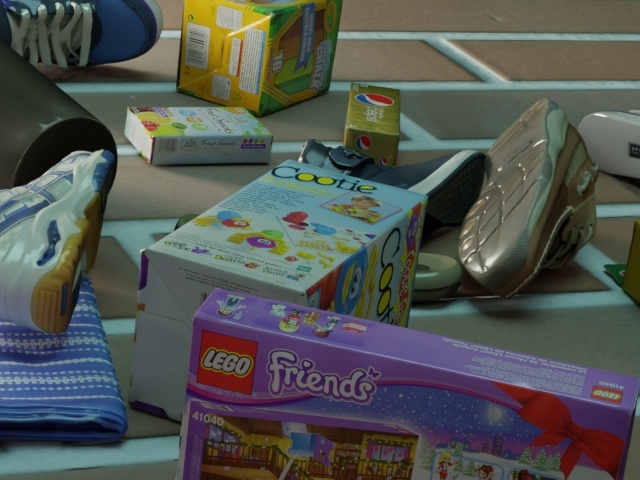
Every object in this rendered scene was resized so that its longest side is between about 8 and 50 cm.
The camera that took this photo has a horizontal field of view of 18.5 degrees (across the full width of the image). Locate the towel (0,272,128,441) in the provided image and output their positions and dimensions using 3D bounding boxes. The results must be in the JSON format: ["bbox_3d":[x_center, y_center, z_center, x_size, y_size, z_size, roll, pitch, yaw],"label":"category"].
[{"bbox_3d":[-0.295,0.077,1.624,0.243,0.040,0.336,3,21,-14],"label":"towel"}]

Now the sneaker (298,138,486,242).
[{"bbox_3d":[0.066,-0.064,2.045,0.163,0.086,0.226,21,26,25],"label":"sneaker"}]

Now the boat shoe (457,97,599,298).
[{"bbox_3d":[0.226,-0.031,1.963,0.116,0.123,0.324,44,32,-11],"label":"boat shoe"}]

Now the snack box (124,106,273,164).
[{"bbox_3d":[-0.136,-0.118,2.179,0.141,0.037,0.100,-1,24,-23],"label":"snack box"}]

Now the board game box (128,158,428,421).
[{"bbox_3d":[-0.030,0.047,1.648,0.144,0.142,0.275,15,23,20],"label":"board game box"}]

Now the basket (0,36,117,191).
[{"bbox_3d":[-0.320,-0.105,1.938,0.204,0.154,0.227,-14,33,-41],"label":"basket"}]

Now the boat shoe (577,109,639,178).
[{"bbox_3d":[0.422,-0.095,2.252,0.088,0.096,0.267,-19,25,-41],"label":"boat shoe"}]

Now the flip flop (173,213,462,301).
[{"bbox_3d":[0.000,0.000,1.865,0.277,0.080,0.112,8,21,2],"label":"flip flop"}]

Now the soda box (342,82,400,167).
[{"bbox_3d":[0.058,-0.125,2.238,0.061,0.058,0.181,8,22,0],"label":"soda box"}]

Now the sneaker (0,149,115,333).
[{"bbox_3d":[-0.258,-0.018,1.708,0.131,0.112,0.296,10,18,0],"label":"sneaker"}]

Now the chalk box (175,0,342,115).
[{"bbox_3d":[-0.061,-0.249,2.413,0.132,0.132,0.213,19,25,27],"label":"chalk box"}]

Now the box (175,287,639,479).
[{"bbox_3d":[0.050,0.160,1.307,0.293,0.201,0.057,12,22,10],"label":"box"}]

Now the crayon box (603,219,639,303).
[{"bbox_3d":[0.425,0.054,1.874,0.202,0.081,0.318,0,22,-18],"label":"crayon box"}]

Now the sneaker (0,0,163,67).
[{"bbox_3d":[-0.358,-0.235,2.313,0.323,0.130,0.236,11,31,-3],"label":"sneaker"}]
